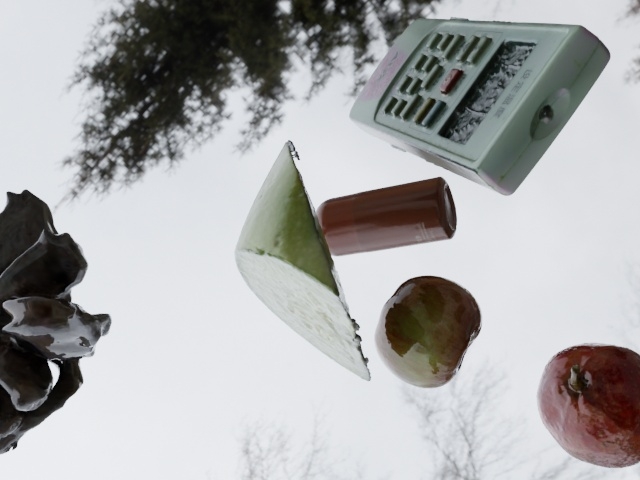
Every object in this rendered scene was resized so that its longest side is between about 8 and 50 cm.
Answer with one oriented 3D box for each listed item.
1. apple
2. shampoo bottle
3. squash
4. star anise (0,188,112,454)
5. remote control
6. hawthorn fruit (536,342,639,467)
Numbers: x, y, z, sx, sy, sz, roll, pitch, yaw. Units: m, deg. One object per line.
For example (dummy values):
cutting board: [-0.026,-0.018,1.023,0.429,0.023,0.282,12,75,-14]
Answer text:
apple: [0.116,0.096,0.884,0.102,0.126,0.126,28,-147,16]
shampoo bottle: [0.051,-0.024,1.060,0.085,0.244,0.085,-7,-90,-69]
squash: [0.000,0.000,0.792,0.204,0.236,0.155,31,-111,23]
star anise: [-0.341,0.107,0.868,0.139,0.360,0.315,34,-122,-46]
remote control: [0.127,-0.143,0.779,0.050,0.145,0.344,34,-177,-23]
hawthorn fruit: [0.442,0.253,1.303,0.253,0.205,0.205,36,-142,-38]
